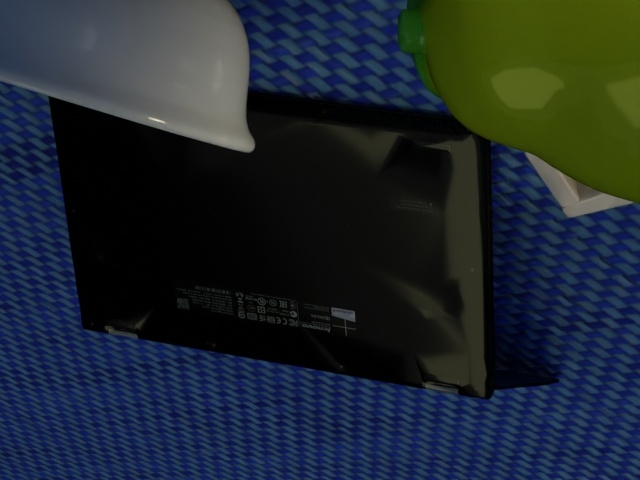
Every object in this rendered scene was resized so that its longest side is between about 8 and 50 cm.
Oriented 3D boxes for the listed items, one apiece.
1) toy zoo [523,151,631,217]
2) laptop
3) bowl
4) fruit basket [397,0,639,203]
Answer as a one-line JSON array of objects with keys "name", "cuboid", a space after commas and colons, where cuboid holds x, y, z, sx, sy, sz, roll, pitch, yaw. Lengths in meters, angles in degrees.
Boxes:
[{"name": "toy zoo", "cuboid": [0.213, -0.106, 1.244, 0.192, 0.030, 0.293, -21, 143, 18]}, {"name": "laptop", "cuboid": [0.000, 0.000, 1.708, 0.382, 0.236, 0.408, 8, 124, 19]}, {"name": "bowl", "cuboid": [-0.168, -0.162, 1.298, 0.298, 0.134, 0.298, 17, -177, -1]}, {"name": "fruit basket", "cuboid": [0.245, -0.092, 0.953, 0.392, 0.392, 0.283, -3, 148, 37]}]
